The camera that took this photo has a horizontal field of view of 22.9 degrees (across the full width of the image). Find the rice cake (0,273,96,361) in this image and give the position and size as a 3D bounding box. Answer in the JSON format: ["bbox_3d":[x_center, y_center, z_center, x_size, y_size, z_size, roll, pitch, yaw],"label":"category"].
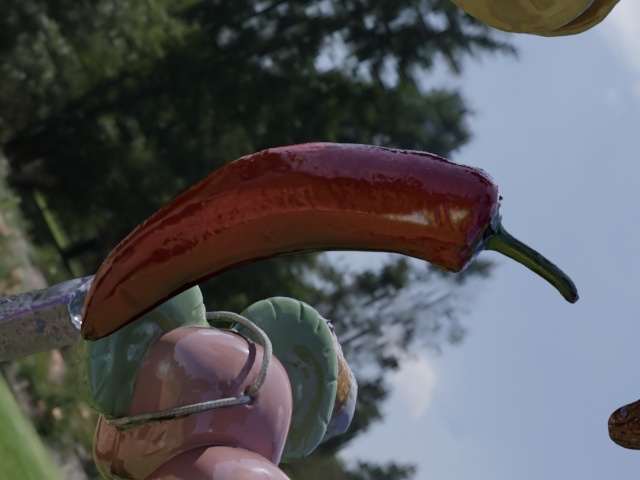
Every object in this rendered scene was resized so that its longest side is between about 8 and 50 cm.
[{"bbox_3d":[-0.432,0.122,1.789,0.070,0.399,0.064,-87,160,-66],"label":"rice cake"}]

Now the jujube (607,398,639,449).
[{"bbox_3d":[0.422,0.228,1.997,0.129,0.077,0.077,-17,-77,38],"label":"jujube"}]

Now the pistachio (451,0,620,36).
[{"bbox_3d":[0.180,-0.346,1.485,0.229,0.238,0.321,-15,79,-58],"label":"pistachio"}]

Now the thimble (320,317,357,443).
[{"bbox_3d":[-0.039,0.168,1.845,0.127,0.151,0.117,-76,148,-54],"label":"thimble"}]

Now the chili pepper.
[{"bbox_3d":[-0.006,-0.006,1.138,0.092,0.369,0.137,-68,150,-61],"label":"chili pepper"}]

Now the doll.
[{"bbox_3d":[-0.094,0.160,1.424,0.216,0.284,0.268,-5,-109,50],"label":"doll"}]
